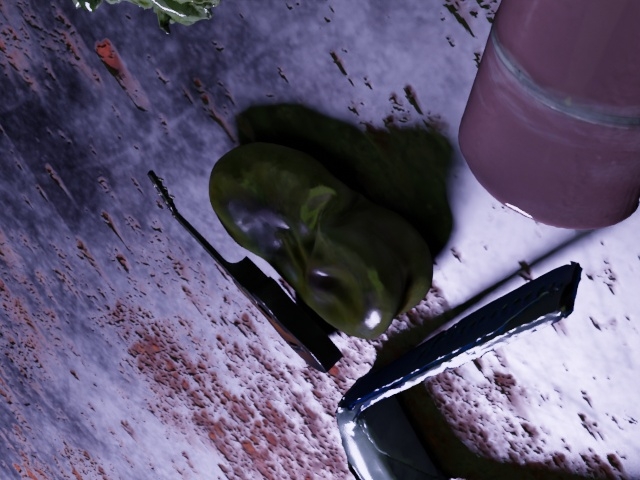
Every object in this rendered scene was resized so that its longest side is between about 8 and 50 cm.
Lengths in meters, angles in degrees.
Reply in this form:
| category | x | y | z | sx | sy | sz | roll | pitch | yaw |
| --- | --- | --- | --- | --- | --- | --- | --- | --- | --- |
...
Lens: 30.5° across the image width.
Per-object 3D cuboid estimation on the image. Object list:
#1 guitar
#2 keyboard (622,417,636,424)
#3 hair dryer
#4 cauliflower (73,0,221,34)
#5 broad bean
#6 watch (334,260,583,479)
| category | x | y | z | sx | sy | sz | roll | pitch | yaw |
| --- | --- | --- | --- | --- | --- | --- | --- | --- | --- |
| guitar | -0.068 | 0.026 | 1.015 | 0.233 | 0.025 | 0.088 | 48 | 170 | -12 |
| keyboard | 0.300 | 0.049 | 0.764 | 0.103 | 0.041 | 0.381 | 45 | 139 | 1 |
| hair dryer | 0.261 | -0.070 | 0.641 | 0.352 | 0.125 | 0.210 | 28 | 136 | 14 |
| cauliflower | -0.172 | -0.242 | 0.748 | 0.275 | 0.250 | 0.272 | -11 | 114 | 49 |
| broad bean | -0.002 | 0.001 | 0.961 | 0.206 | 0.072 | 0.153 | 32 | 137 | 31 |
| watch | 0.123 | 0.144 | 0.961 | 0.274 | 0.068 | 0.276 | 1 | 123 | 43 |
